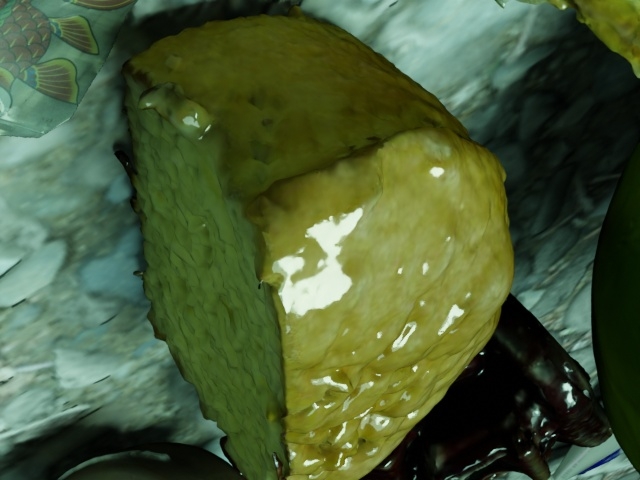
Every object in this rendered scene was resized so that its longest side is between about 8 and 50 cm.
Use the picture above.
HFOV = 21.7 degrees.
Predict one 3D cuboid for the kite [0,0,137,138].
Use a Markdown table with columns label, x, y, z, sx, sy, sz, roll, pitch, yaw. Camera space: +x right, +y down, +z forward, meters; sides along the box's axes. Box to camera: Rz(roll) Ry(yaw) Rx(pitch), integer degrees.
| label | x | y | z | sx | sy | sz | roll | pitch | yaw |
| --- | --- | --- | --- | --- | --- | --- | --- | --- | --- |
| kite | -0.072 | -0.109 | 0.526 | 0.229 | 0.016 | 0.127 | -45 | 153 | 26 |

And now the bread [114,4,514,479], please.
| label | x | y | z | sx | sy | sz | roll | pitch | yaw |
| --- | --- | --- | --- | --- | --- | --- | --- | --- | --- |
| bread | 0.000 | 0.000 | 0.662 | 0.139 | 0.143 | 0.229 | -34 | 158 | -19 |

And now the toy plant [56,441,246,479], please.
| label | x | y | z | sx | sy | sz | roll | pitch | yaw |
| --- | --- | --- | --- | --- | --- | --- | --- | --- | --- |
| toy plant | -0.081 | 0.160 | 0.867 | 0.143 | 0.105 | 0.200 | -25 | 163 | 2 |

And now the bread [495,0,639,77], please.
| label | x | y | z | sx | sy | sz | roll | pitch | yaw |
| --- | --- | --- | --- | --- | --- | --- | --- | --- | --- |
| bread | 0.160 | -0.119 | 0.609 | 0.127 | 0.152 | 0.147 | -30 | 155 | -26 |

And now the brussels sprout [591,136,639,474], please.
| label | x | y | z | sx | sy | sz | roll | pitch | yaw |
| --- | --- | --- | --- | --- | --- | --- | --- | --- | --- |
| brussels sprout | 0.272 | 0.016 | 0.769 | 0.344 | 0.268 | 0.344 | -33 | 134 | -43 |

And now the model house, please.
| label | x | y | z | sx | sy | sz | roll | pitch | yaw |
| --- | --- | --- | --- | --- | --- | --- | --- | --- | --- |
| model house | 0.050 | 0.095 | 0.852 | 0.164 | 0.141 | 0.203 | -40 | 154 | 2 |

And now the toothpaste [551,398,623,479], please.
| label | x | y | z | sx | sy | sz | roll | pitch | yaw |
| --- | --- | --- | --- | --- | --- | --- | --- | --- | --- |
| toothpaste | 0.240 | 0.083 | 1.112 | 0.100 | 0.066 | 0.323 | -23 | 156 | -26 |
